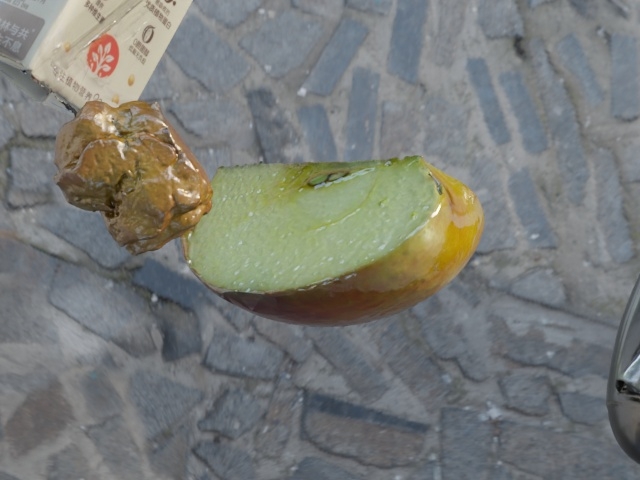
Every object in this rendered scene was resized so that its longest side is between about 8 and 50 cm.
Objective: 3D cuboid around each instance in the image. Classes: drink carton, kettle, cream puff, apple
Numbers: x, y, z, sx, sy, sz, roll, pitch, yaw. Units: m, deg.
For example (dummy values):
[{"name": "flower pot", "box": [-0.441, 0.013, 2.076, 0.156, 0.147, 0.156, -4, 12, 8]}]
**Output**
[{"name": "drink carton", "box": [-0.244, -0.300, 1.128, 0.132, 0.194, 0.324, 25, 81, 21]}, {"name": "kettle", "box": [0.430, 0.145, 1.174, 0.207, 0.251, 0.271, 29, 76, 18]}, {"name": "cream puff", "box": [-0.135, -0.046, 0.723, 0.094, 0.122, 0.116, -34, 53, -5]}, {"name": "apple", "box": [0.000, 0.000, 1.066, 0.254, 0.346, 0.179, 7, 87, -50]}]
